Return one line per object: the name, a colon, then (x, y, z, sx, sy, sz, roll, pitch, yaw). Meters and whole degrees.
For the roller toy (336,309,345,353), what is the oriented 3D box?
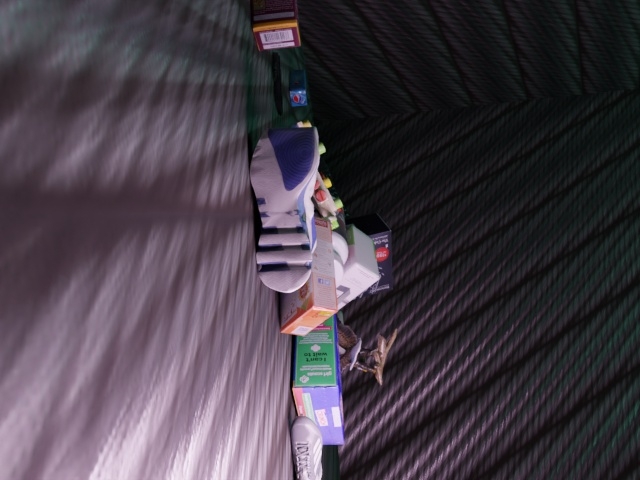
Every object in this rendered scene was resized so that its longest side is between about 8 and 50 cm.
roller toy: (0.045, 0.402, 1.951, 0.191, 0.146, 0.210, -82, 167, -77)

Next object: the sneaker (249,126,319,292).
sneaker: (-0.069, -0.057, 0.905, 0.182, 0.127, 0.316, 96, -5, -85)

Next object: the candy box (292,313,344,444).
candy box: (-0.004, 0.362, 1.272, 0.317, 0.122, 0.269, -94, 179, -54)

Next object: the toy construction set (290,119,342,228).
toy construction set: (-0.021, -0.141, 1.224, 0.215, 0.150, 0.328, 106, -27, -82)

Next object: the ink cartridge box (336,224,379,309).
ink cartridge box: (0.063, 0.112, 1.571, 0.114, 0.273, 0.199, 32, 34, -26)

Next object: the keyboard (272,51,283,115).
keyboard: (-0.128, -0.482, 1.360, 0.108, 0.023, 0.181, 77, 8, -70)

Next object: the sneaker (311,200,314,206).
sneaker: (-0.064, -0.191, 1.399, 0.229, 0.092, 0.088, 80, 7, -49)

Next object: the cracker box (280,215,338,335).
cracker box: (-0.032, 0.080, 1.031, 0.156, 0.067, 0.233, -45, -140, 47)

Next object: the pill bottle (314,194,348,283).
pill bottle: (0.000, 0.000, 1.468, 0.319, 0.176, 0.177, -92, 176, -51)

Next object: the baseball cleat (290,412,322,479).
baseball cleat: (-0.029, 0.498, 1.009, 0.109, 0.071, 0.206, -73, 154, -66)

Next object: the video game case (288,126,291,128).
video game case: (-0.085, -0.342, 1.771, 0.232, 0.041, 0.211, -85, 169, -74)

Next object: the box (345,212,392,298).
box: (0.127, 0.085, 1.968, 0.179, 0.342, 0.313, -117, -163, -56)

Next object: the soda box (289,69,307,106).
soda box: (-0.094, -0.654, 1.922, 0.210, 0.067, 0.071, -92, 176, -47)

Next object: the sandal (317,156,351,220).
sandal: (-0.008, -0.236, 2.071, 0.167, 0.107, 0.446, -7, 70, -56)

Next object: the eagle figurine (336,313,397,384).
eagle figurine: (0.092, 0.394, 1.551, 0.226, 0.298, 0.226, -30, 118, -49)

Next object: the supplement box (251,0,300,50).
supplement box: (-0.107, -0.558, 1.063, 0.081, 0.103, 0.189, 77, 8, -75)
